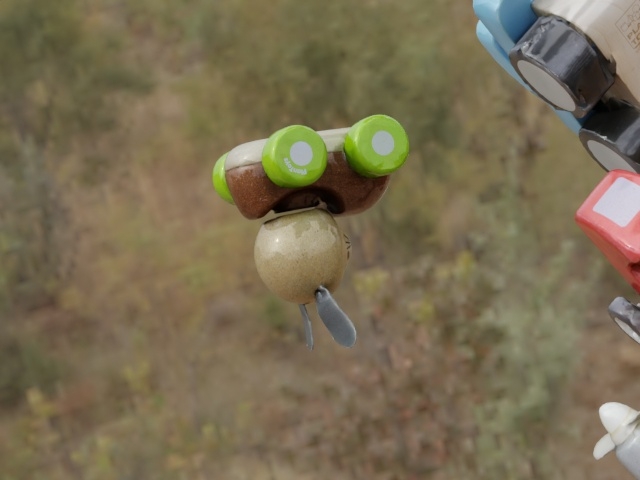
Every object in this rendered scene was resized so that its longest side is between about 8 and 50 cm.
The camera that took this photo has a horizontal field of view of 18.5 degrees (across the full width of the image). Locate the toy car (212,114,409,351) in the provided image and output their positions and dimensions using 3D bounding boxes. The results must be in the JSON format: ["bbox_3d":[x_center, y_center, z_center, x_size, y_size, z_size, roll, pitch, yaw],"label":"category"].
[{"bbox_3d":[0.000,0.000,1.689,0.149,0.188,0.155,-8,-2,-22],"label":"toy car"}]

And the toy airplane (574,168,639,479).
[{"bbox_3d":[0.424,0.090,1.760,0.384,0.386,0.272,-6,-21,13],"label":"toy airplane"}]

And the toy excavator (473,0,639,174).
[{"bbox_3d":[0.221,-0.297,2.206,0.222,0.433,0.445,-49,35,-7],"label":"toy excavator"}]
